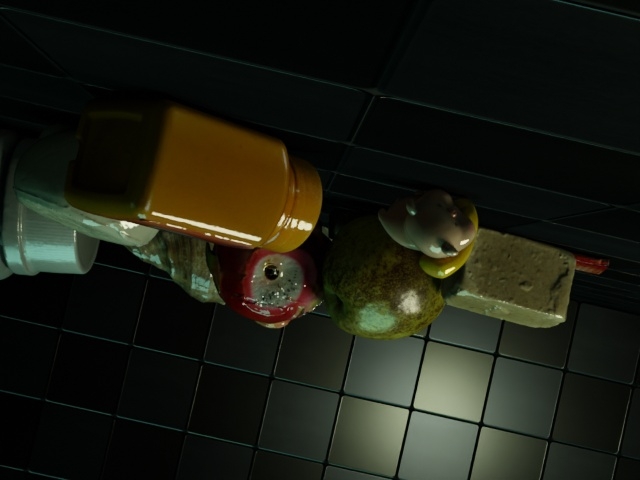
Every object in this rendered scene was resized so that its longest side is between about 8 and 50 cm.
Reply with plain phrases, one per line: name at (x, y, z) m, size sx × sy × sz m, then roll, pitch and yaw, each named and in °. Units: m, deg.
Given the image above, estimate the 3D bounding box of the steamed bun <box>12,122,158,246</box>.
steamed bun at (-0.288, -0.076, 1.213) m, size 0.177 × 0.130 × 0.228 m, roll 27°, pitch 171°, yaw -36°

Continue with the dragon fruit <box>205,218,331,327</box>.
dragon fruit at (-0.079, 0.028, 1.566) m, size 0.224 × 0.224 × 0.227 m, roll 14°, pitch -162°, yaw -22°

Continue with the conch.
conch at (-0.279, -0.021, 1.918) m, size 0.352 × 0.210 × 0.297 m, roll 37°, pitch 164°, yaw -12°

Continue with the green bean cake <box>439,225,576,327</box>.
green bean cake at (0.269, 0.054, 1.377) m, size 0.179 × 0.109 × 0.085 m, roll 14°, pitch 160°, yaw -12°

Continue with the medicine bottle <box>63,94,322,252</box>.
medicine bottle at (-0.111, -0.056, 0.912) m, size 0.222 × 0.112 × 0.149 m, roll 15°, pitch 177°, yaw -42°

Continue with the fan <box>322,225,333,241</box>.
fan at (0.000, 0.000, 1.757) m, size 0.310 × 0.182 × 0.010 m, roll -7°, pitch 156°, yaw -23°

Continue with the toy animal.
toy animal at (0.122, -0.025, 1.033) m, size 0.114 × 0.091 × 0.082 m, roll 45°, pitch 175°, yaw 28°

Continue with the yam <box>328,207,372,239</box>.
yam at (0.159, 0.004, 1.582) m, size 0.300 × 0.066 × 0.066 m, roll 13°, pitch 178°, yaw -5°

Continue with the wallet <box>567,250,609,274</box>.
wallet at (0.338, 0.020, 1.469) m, size 0.196 × 0.020 × 0.103 m, roll 14°, pitch 175°, yaw 8°

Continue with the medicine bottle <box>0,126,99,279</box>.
medicine bottle at (-0.513, -0.058, 1.510) m, size 0.306 × 0.245 × 0.245 m, roll 6°, pitch 178°, yaw -1°

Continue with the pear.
pear at (0.089, 0.055, 1.451) m, size 0.197 × 0.197 × 0.197 m, roll 13°, pitch 178°, yaw 0°
